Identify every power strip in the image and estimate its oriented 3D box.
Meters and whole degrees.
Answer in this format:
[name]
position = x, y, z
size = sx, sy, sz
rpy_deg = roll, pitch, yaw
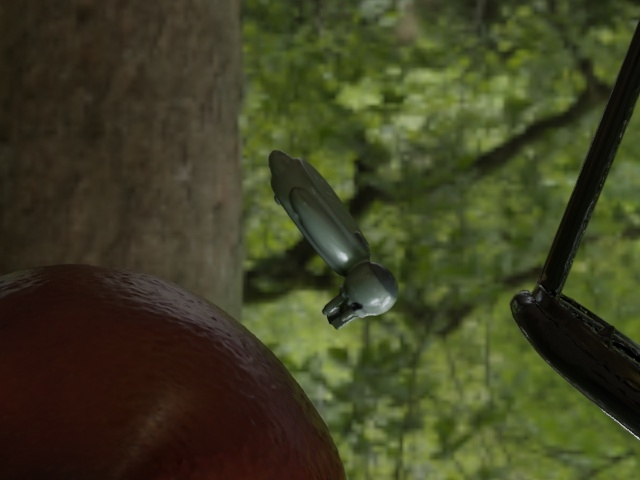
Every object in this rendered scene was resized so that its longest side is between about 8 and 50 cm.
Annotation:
[power strip]
position = 0.000, 0.000, 0.597
size = 0.035, 0.083, 0.055
rpy_deg = -37, 167, 9

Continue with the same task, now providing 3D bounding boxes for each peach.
[peach]
position = -0.084, 0.132, 0.730
size = 0.201, 0.258, 0.361
rpy_deg = -8, 176, -18

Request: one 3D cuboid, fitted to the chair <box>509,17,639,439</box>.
[chair]
position = 0.388, -0.009, 1.116
size = 0.364, 0.410, 0.362
rpy_deg = 31, -171, -35
